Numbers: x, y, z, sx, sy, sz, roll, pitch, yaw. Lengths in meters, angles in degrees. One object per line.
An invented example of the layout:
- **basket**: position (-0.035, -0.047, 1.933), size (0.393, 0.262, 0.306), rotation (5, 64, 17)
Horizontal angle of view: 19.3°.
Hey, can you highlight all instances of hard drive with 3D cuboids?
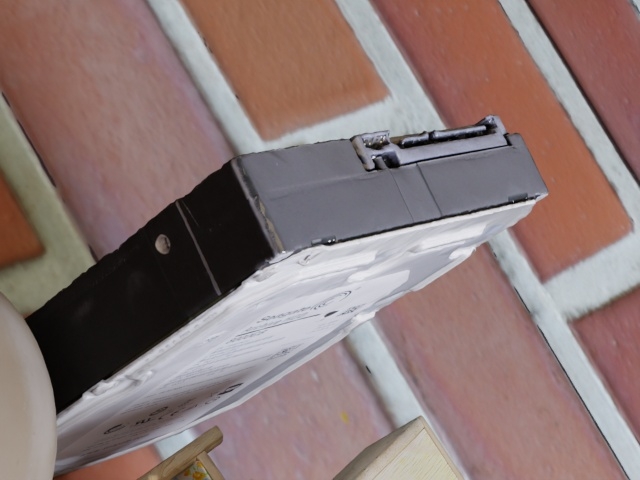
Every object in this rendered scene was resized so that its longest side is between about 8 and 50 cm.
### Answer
- **hard drive**: position (-0.061, 0.044, 1.060), size (0.237, 0.339, 0.064), rotation (-12, 72, -50)

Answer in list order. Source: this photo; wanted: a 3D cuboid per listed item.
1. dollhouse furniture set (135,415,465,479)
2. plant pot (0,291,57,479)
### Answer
- **dollhouse furniture set**: position (-0.036, 0.216, 1.032), size (0.212, 0.242, 0.161), rotation (56, 26, 1)
- **plant pot**: position (-0.279, 0.093, 0.868), size (0.280, 0.323, 0.323), rotation (5, 58, -63)
